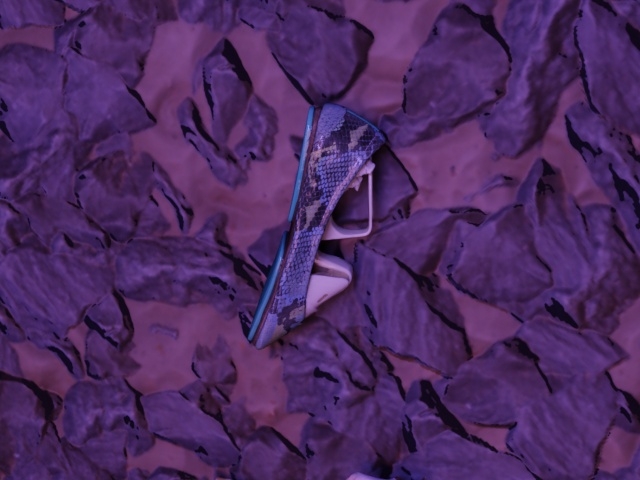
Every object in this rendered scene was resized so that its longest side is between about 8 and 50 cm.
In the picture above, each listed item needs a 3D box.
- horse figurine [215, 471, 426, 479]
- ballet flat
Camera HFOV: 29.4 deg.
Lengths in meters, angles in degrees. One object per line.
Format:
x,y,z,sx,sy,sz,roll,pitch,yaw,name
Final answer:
-0.017,0.291,0.911,0.174,0.066,0.263,7,86,17,horse figurine
0.000,0.000,0.841,0.070,0.070,0.188,23,116,13,ballet flat
